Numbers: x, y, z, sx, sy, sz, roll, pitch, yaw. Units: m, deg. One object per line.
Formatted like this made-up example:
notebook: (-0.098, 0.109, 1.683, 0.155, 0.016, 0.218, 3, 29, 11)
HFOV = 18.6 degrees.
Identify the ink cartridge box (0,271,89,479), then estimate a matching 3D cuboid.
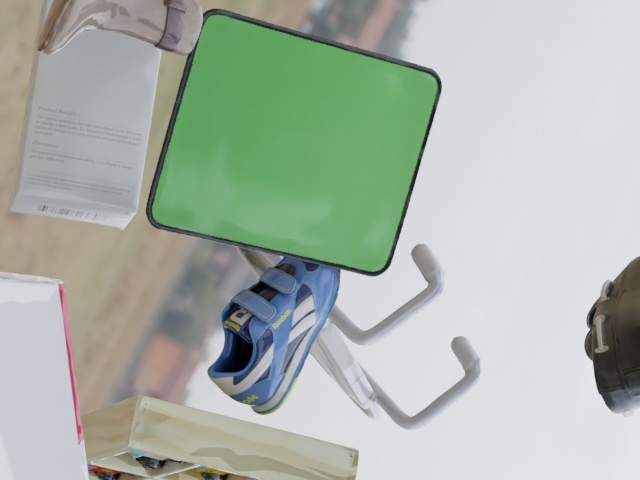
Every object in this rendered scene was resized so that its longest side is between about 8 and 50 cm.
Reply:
ink cartridge box: (-0.253, 0.123, 1.082, 0.100, 0.237, 0.172, 7, 72, -60)

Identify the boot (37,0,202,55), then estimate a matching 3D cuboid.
boot: (-0.114, -0.138, 1.176, 0.042, 0.087, 0.118, -28, -145, 51)

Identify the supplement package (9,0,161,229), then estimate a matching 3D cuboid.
supplement package: (-0.199, -0.110, 1.663, 0.105, 0.105, 0.179, 146, -47, -76)

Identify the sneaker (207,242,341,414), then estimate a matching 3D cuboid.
sneaker: (-0.032, 0.050, 1.370, 0.053, 0.059, 0.144, 18, -94, 57)

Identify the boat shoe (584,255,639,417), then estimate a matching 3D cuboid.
boat shoe: (0.271, 0.078, 1.688, 0.091, 0.114, 0.302, -21, -178, 8)

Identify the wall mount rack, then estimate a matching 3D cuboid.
wall mount rack: (0.000, 0.000, 1.641, 0.130, 0.304, 0.350, -39, 153, -6)

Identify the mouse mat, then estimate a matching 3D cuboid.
mouse mat: (-0.016, -0.063, 1.325, 0.007, 0.189, 0.152, 30, -75, 62)

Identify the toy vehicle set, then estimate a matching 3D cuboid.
toy vehicle set: (-0.106, 0.163, 1.396, 0.267, 0.166, 0.035, -25, -128, 61)
